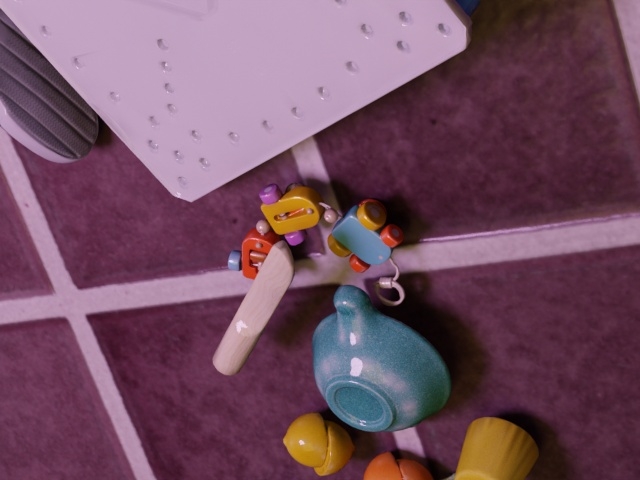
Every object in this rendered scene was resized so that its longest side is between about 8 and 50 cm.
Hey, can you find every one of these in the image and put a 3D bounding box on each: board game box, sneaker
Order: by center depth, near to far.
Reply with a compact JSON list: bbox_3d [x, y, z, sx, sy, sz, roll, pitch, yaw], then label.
[{"bbox_3d":[-0.121,-0.240,1.187,0.390,0.050,0.390,48,141,-14],"label":"board game box"},{"bbox_3d":[-0.303,-0.164,1.349,0.091,0.094,0.258,-5,136,49],"label":"sneaker"}]

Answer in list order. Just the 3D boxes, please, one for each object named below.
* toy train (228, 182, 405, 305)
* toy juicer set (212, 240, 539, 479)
[{"bbox_3d":[0.000,0.000,1.354,0.166,0.046,0.125,10,131,16],"label":"toy train"},{"bbox_3d":[0.028,0.129,1.395,0.329,0.089,0.209,45,139,-15],"label":"toy juicer set"}]
